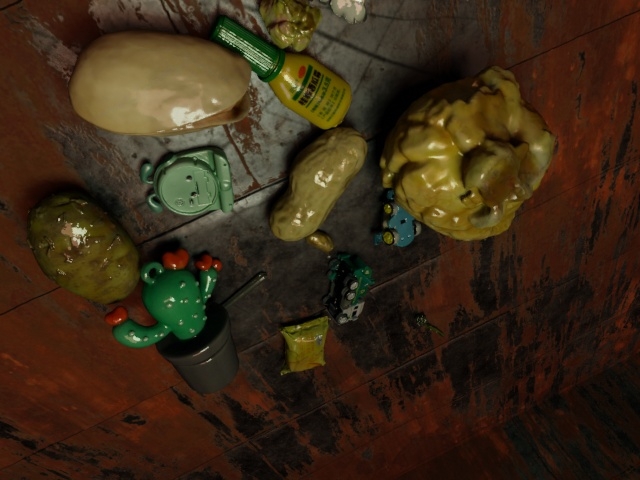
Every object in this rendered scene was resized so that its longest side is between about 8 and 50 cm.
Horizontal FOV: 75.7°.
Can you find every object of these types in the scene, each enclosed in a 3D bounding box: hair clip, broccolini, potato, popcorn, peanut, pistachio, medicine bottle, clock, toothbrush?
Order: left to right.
[{"bbox_3d":[-0.490,0.029,0.873,0.176,0.141,0.298,-15,129,0],"label":"potato"},{"bbox_3d":[-0.269,-0.261,0.717,0.300,0.187,0.187,-6,127,-14],"label":"pistachio"},{"bbox_3d":[-0.287,-0.118,0.898,0.189,0.060,0.148,-12,128,-13],"label":"clock"},{"bbox_3d":[-0.264,0.185,1.156,0.297,0.030,0.030,-39,156,7],"label":"toothbrush"},{"bbox_3d":[-0.073,-0.333,0.818,0.309,0.076,0.111,22,100,-32],"label":"medicine bottle"},{"bbox_3d":[-0.056,-0.409,0.754,0.097,0.109,0.089,-39,170,-46],"label":"popcorn"},{"bbox_3d":[-0.018,-0.128,0.956,0.148,0.147,0.318,24,116,-34],"label":"peanut"},{"bbox_3d":[0.000,0.000,1.115,0.092,0.046,0.045,27,147,-25],"label":"potato"},{"bbox_3d":[0.031,-0.488,0.763,0.172,0.049,0.116,11,125,-31],"label":"hair clip"},{"bbox_3d":[0.408,0.324,1.527,0.044,0.042,0.218,-40,131,10],"label":"broccolini"},{"bbox_3d":[0.321,-0.185,0.939,0.390,0.354,0.343,46,62,-72],"label":"popcorn"}]

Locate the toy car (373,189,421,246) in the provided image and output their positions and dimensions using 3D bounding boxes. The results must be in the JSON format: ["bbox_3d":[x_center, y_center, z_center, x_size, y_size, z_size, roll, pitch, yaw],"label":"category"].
[{"bbox_3d":[0.197,-0.064,1.133,0.126,0.098,0.161,-22,105,-40],"label":"toy car"}]

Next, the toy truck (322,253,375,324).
[{"bbox_3d":[0.089,0.142,1.220,0.116,0.110,0.215,-11,129,-29],"label":"toy truck"}]

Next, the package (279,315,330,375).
[{"bbox_3d":[-0.050,0.341,1.317,0.169,0.090,0.226,-10,125,-18],"label":"package"}]

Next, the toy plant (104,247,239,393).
[{"bbox_3d":[-0.332,0.207,1.009,0.280,0.185,0.400,-23,128,-17],"label":"toy plant"}]
